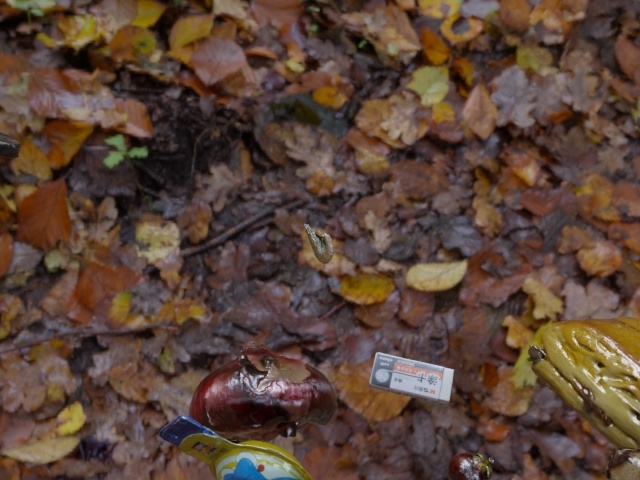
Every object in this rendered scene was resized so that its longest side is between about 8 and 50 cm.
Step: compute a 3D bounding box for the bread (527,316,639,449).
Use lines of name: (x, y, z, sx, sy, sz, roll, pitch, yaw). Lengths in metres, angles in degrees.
bread: (0.372, 0.165, 0.831, 0.210, 0.099, 0.235, 5, 23, -39)

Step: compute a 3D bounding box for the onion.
onion: (-0.107, 0.274, 1.364, 0.272, 0.272, 0.195, -5, 71, -19)

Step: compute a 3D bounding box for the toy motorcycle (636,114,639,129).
toy motorcycle: (0.274, -0.080, 0.408, 0.151, 0.229, 0.074, -15, 97, 6)

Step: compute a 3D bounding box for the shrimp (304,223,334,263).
shrimp: (0.000, 0.000, 1.602, 0.023, 0.059, 0.108, -2, 56, -42)

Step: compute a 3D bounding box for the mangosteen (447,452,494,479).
mangosteen: (0.278, 0.435, 1.390, 0.081, 0.081, 0.081, 8, 52, -10)

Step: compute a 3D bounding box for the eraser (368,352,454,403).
eraser: (0.137, 0.208, 1.118, 0.122, 0.029, 0.052, 11, 67, 8)

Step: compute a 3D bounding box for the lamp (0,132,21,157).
lamp: (-0.542, -0.021, 1.116, 0.130, 0.371, 0.108, 20, 29, -7)

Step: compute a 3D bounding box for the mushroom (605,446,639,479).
mushroom: (0.322, 0.211, 0.592, 0.148, 0.217, 0.227, 36, 57, -18)

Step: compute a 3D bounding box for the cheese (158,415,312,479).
cheese: (-0.120, 0.346, 1.140, 0.270, 0.177, 0.069, 35, 43, -15)
